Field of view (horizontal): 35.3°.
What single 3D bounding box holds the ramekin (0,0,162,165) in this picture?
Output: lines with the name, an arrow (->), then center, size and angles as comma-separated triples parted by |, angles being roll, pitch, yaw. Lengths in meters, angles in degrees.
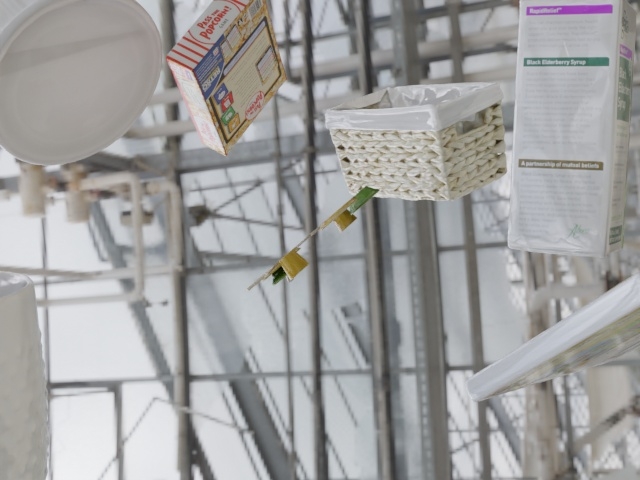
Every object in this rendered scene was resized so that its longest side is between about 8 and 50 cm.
ramekin -> -0.364, -0.250, 1.390 | 0.273, 0.127, 0.273 | -30, -33, -23

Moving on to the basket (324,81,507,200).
basket -> 0.105, -0.105, 1.072 | 0.113, 0.167, 0.103 | -25, -70, -38

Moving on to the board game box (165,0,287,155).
board game box -> -0.114, -0.219, 1.286 | 0.146, 0.045, 0.193 | -54, -22, -19

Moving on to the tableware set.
tableware set -> 0.000, 0.000, 0.948 | 0.024, 0.104, 0.154 | 49, -144, 0

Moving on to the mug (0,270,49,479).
mug -> -0.455, 0.215, 1.099 | 0.276, 0.374, 0.328 | -11, -79, -38

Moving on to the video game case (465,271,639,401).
video game case -> 0.267, 0.072, 0.883 | 0.206, 0.227, 0.026 | -9, -113, -36

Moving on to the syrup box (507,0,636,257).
syrup box -> 0.239, -0.108, 0.949 | 0.093, 0.096, 0.236 | -8, -78, -65
